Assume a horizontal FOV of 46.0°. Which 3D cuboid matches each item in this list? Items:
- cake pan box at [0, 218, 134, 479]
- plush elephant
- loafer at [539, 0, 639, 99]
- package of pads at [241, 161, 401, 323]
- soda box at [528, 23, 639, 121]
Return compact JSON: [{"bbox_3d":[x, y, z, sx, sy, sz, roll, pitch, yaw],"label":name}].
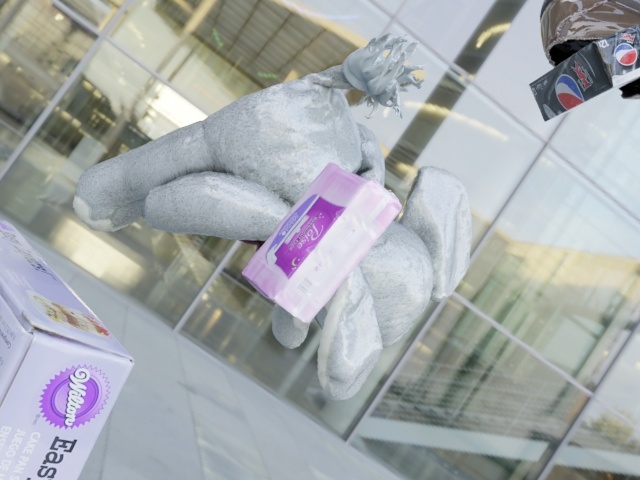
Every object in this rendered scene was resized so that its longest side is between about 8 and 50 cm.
[{"bbox_3d":[-0.240,0.118,0.461,0.070,0.245,0.267,28,-2,-40],"label":"cake pan box"},{"bbox_3d":[-0.002,-0.005,0.681,0.330,0.272,0.255,-17,-86,44],"label":"plush elephant"},{"bbox_3d":[0.459,-0.225,1.010,0.366,0.130,0.134,21,-28,14],"label":"loafer"},{"bbox_3d":[0.000,0.000,0.401,0.032,0.083,0.050,41,-5,-31],"label":"package of pads"},{"bbox_3d":[0.303,-0.185,0.858,0.169,0.060,0.053,152,-85,-82],"label":"soda box"}]
